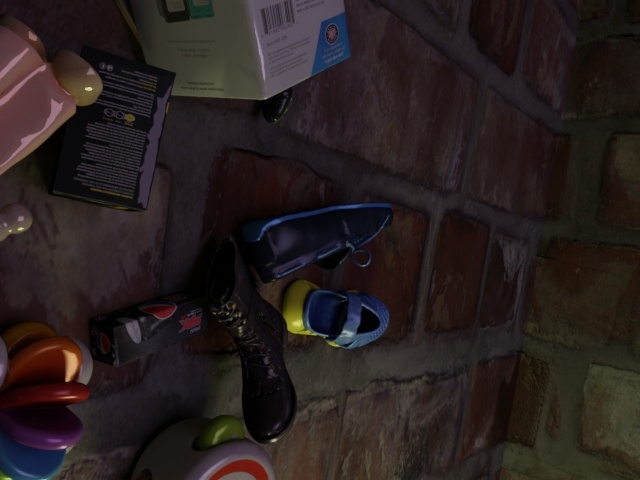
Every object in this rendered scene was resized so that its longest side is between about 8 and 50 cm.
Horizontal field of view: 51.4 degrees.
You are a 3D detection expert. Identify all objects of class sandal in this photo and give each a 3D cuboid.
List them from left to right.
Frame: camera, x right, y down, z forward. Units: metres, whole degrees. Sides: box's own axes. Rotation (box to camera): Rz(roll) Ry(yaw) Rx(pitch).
[{"bbox_3d":[0.061,0.155,1.291,0.317,0.138,0.126,13,85,-58],"label":"sandal"}]

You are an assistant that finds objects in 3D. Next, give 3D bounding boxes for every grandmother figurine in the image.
[{"bbox_3d":[-0.359,-0.057,0.580,0.342,0.207,0.104,-57,166,-27],"label":"grandmother figurine"}]

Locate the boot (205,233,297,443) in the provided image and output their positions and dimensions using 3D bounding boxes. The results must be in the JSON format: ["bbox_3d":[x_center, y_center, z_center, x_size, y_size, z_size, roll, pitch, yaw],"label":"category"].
[{"bbox_3d":[-0.116,0.150,1.006,0.229,0.091,0.263,66,13,-50],"label":"boot"}]

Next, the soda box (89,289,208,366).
[{"bbox_3d":[-0.233,0.118,0.923,0.169,0.053,0.060,-18,113,-53],"label":"soda box"}]

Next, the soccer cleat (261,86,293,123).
[{"bbox_3d":[-0.074,-0.275,1.054,0.072,0.060,0.179,21,75,-46],"label":"soccer cleat"}]

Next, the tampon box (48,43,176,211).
[{"bbox_3d":[-0.241,-0.120,0.762,0.101,0.120,0.161,13,88,-24],"label":"tampon box"}]

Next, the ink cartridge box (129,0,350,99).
[{"bbox_3d":[-0.107,-0.337,0.823,0.198,0.197,0.270,-39,130,-45],"label":"ink cartridge box"}]

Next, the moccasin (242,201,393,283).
[{"bbox_3d":[0.000,0.000,1.178,0.342,0.137,0.117,-13,95,-40],"label":"moccasin"}]

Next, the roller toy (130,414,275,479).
[{"bbox_3d":[-0.179,0.371,0.989,0.209,0.146,0.191,-49,129,-25],"label":"roller toy"}]

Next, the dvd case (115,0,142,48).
[{"bbox_3d":[-0.214,-0.363,0.853,0.164,0.018,0.221,-56,139,-30],"label":"dvd case"}]

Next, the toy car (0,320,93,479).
[{"bbox_3d":[-0.320,0.187,0.741,0.159,0.136,0.182,15,86,-56],"label":"toy car"}]
